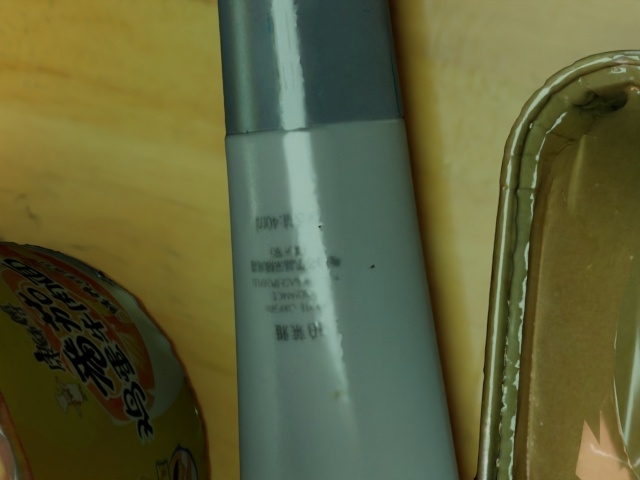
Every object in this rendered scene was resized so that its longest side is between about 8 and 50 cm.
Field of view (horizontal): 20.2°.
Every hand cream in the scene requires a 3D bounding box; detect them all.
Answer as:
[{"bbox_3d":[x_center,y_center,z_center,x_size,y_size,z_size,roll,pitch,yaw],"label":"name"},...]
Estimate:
[{"bbox_3d":[0.000,0.000,0.573,0.079,0.048,0.255,-3,96,28],"label":"hand cream"}]

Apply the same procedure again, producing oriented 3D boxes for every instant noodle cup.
[{"bbox_3d":[-0.136,0.087,0.578,0.205,0.153,0.205,2,95,24],"label":"instant noodle cup"}]

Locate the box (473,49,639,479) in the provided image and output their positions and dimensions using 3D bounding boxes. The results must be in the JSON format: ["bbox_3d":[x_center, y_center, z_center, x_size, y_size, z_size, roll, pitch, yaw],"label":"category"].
[{"bbox_3d":[0.101,0.036,0.502,0.111,0.111,0.177,5,94,22],"label":"box"}]
